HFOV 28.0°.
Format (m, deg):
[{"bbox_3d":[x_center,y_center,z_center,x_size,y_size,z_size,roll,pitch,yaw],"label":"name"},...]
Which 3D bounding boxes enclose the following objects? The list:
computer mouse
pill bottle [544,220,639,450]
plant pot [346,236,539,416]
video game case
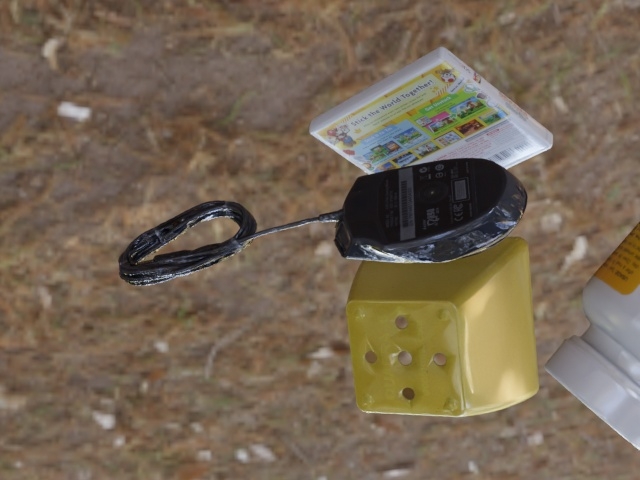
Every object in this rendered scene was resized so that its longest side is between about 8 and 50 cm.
[{"bbox_3d":[0.000,0.000,0.741,0.242,0.071,0.041,-9,132,14],"label":"computer mouse"},{"bbox_3d":[0.246,0.033,0.837,0.208,0.117,0.117,-50,132,3],"label":"pill bottle"},{"bbox_3d":[0.140,0.120,1.606,0.212,0.187,0.212,-1,103,25],"label":"plant pot"},{"bbox_3d":[0.136,-0.133,1.592,0.206,0.026,0.227,33,141,-31],"label":"video game case"}]
